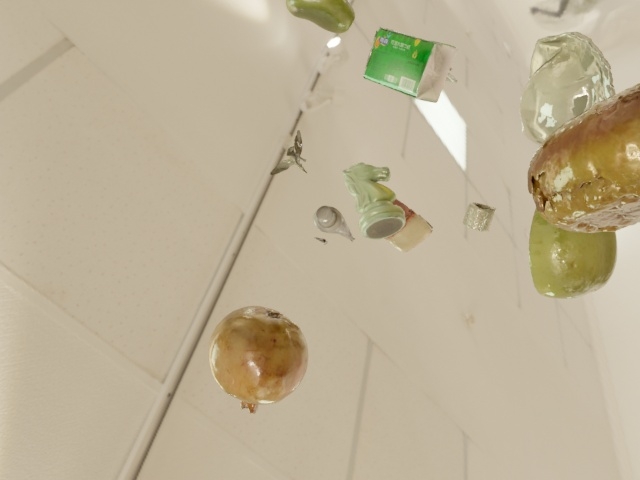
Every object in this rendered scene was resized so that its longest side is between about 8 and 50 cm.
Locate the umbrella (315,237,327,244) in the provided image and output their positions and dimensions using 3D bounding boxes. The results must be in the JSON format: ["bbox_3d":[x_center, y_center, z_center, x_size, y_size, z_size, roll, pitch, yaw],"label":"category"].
[{"bbox_3d":[0.004,-0.003,2.138,0.022,0.022,0.149,50,-174,18],"label":"umbrella"}]

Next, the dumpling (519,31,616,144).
[{"bbox_3d":[0.550,-0.338,1.269,0.341,0.181,0.260,-52,-45,-63],"label":"dumpling"}]

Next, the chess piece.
[{"bbox_3d":[0.193,-0.166,2.033,0.175,0.175,0.298,19,-133,-48],"label":"chess piece"}]

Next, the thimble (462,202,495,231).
[{"bbox_3d":[0.583,-0.088,2.038,0.102,0.090,0.115,16,-164,3],"label":"thimble"}]

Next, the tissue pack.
[{"bbox_3d":[0.252,-0.470,1.496,0.156,0.148,0.209,-4,-152,-41],"label":"tissue pack"}]

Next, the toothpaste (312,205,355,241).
[{"bbox_3d":[0.030,-0.042,1.418,0.099,0.068,0.282,56,-176,10],"label":"toothpaste"}]

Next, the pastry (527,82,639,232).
[{"bbox_3d":[0.495,-0.114,0.844,0.356,0.356,0.164,15,-121,-50],"label":"pastry"}]

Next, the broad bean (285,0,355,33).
[{"bbox_3d":[-0.001,-0.556,1.308,0.174,0.124,0.082,16,-94,-10],"label":"broad bean"}]

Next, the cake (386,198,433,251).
[{"bbox_3d":[0.307,-0.071,2.268,0.158,0.160,0.262,37,-175,-34],"label":"cake"}]

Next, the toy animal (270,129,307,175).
[{"bbox_3d":[-0.099,-0.321,2.286,0.155,0.219,0.095,42,173,-23],"label":"toy animal"}]

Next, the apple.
[{"bbox_3d":[0.833,0.001,1.858,0.320,0.311,0.360,-62,-34,-75],"label":"apple"}]

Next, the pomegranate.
[{"bbox_3d":[-0.162,0.308,1.413,0.229,0.252,0.270,-25,-49,-73],"label":"pomegranate"}]
